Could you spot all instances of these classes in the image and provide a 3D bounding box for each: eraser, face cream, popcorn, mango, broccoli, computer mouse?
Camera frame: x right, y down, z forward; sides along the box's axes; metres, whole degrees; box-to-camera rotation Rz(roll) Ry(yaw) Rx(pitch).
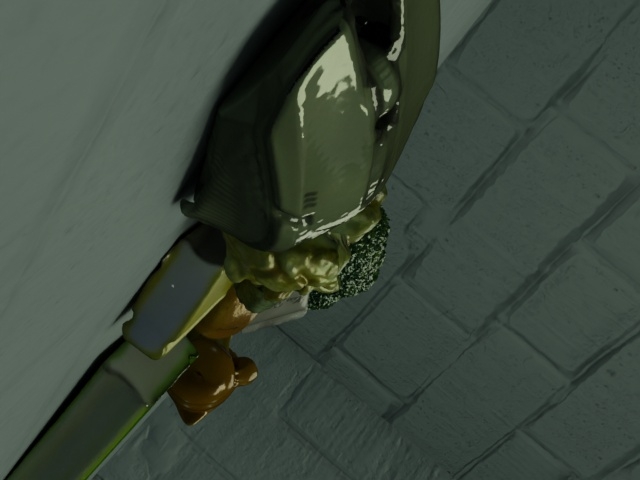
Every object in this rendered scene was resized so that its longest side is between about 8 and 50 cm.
[{"bbox_3d":[-0.145,0.039,1.480,0.158,0.069,0.226,-51,178,24],"label":"eraser"},{"bbox_3d":[-0.297,0.239,1.668,0.274,0.092,0.210,-49,180,23],"label":"eraser"},{"bbox_3d":[-0.058,0.037,2.145,0.143,0.089,0.314,-16,140,-32],"label":"face cream"},{"bbox_3d":[-0.031,-0.017,1.365,0.187,0.167,0.185,-58,174,-18],"label":"popcorn"},{"bbox_3d":[-0.121,0.058,1.926,0.227,0.109,0.147,-51,175,-7],"label":"mango"},{"bbox_3d":[0.000,0.000,2.305,0.241,0.261,0.269,17,-90,63],"label":"broccoli"},{"bbox_3d":[0.005,-0.099,1.083,0.228,0.145,0.429,-46,177,-23],"label":"computer mouse"}]

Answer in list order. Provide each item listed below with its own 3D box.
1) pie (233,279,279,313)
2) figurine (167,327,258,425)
[{"bbox_3d":[-0.033,-0.035,1.642,0.306,0.071,0.306,-55,-164,24],"label":"pie"},{"bbox_3d":[-0.217,0.236,2.226,0.215,0.215,0.228,-49,165,-34],"label":"figurine"}]
